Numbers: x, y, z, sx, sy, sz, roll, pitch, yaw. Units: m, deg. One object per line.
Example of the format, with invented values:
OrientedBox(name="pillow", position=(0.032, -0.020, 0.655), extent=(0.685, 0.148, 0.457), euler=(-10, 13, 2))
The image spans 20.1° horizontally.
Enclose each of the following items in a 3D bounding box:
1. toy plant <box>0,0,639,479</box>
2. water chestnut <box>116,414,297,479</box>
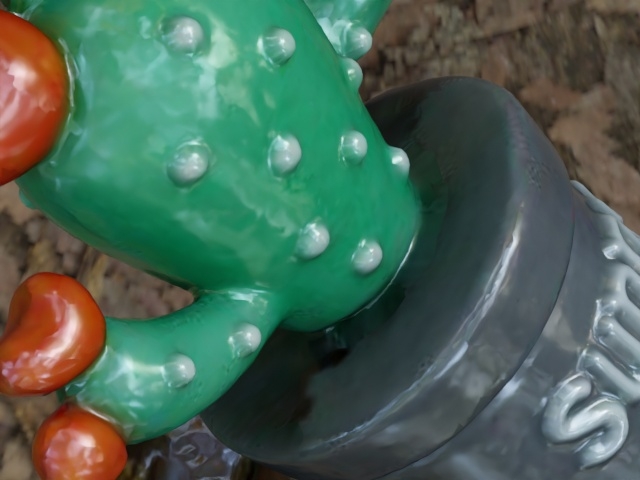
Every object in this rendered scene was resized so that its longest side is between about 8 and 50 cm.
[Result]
OrientedBox(name="toy plant", position=(0.008, -0.011, 0.732), extent=(0.400, 0.185, 0.279), euler=(36, 89, -31))
OrientedBox(name="water chestnut", position=(0.038, 0.167, 1.058), extent=(0.347, 0.335, 0.335), euler=(-38, 111, -16))
